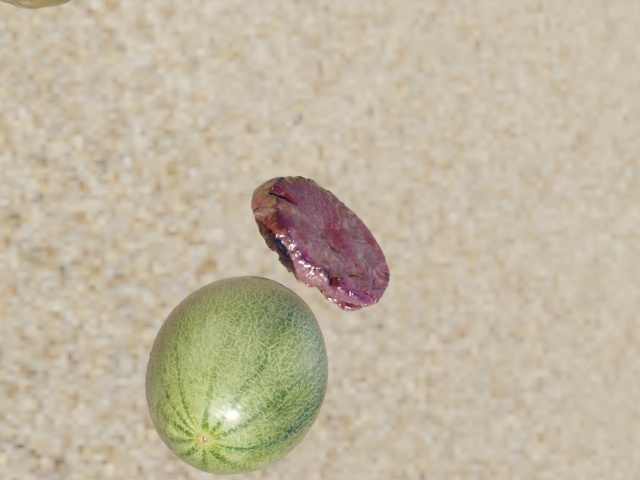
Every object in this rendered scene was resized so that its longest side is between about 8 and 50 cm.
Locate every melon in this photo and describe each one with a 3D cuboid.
[{"bbox_3d":[-0.061,0.099,1.441,0.192,0.139,0.139,-66,145,-59],"label":"melon"}]

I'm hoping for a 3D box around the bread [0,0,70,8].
[{"bbox_3d":[-0.190,-0.281,1.403,0.123,0.230,0.230,45,46,-33],"label":"bread"}]

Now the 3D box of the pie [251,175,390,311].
[{"bbox_3d":[0.000,0.000,1.690,0.154,0.036,0.154,37,26,-22],"label":"pie"}]
